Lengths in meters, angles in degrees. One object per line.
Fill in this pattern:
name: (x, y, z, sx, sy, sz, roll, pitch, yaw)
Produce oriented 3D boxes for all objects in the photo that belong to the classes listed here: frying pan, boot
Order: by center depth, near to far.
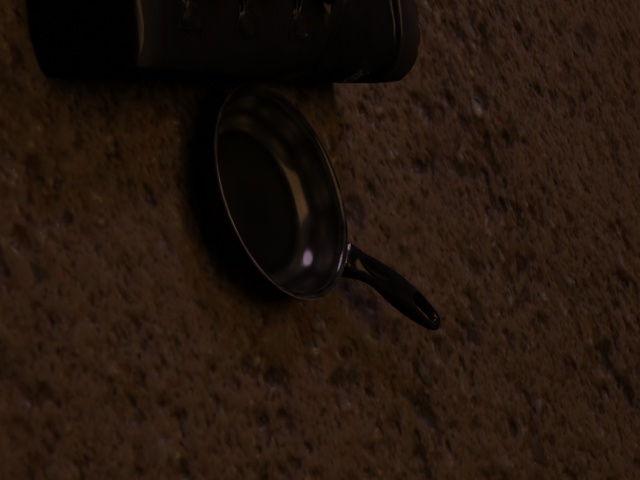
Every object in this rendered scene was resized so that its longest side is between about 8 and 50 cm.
boot: (-0.097, -0.309, 1.529, 0.445, 0.146, 0.367, -7, 77, -54)
frying pan: (-0.006, -0.028, 1.584, 0.326, 0.053, 0.197, 18, 58, -55)
